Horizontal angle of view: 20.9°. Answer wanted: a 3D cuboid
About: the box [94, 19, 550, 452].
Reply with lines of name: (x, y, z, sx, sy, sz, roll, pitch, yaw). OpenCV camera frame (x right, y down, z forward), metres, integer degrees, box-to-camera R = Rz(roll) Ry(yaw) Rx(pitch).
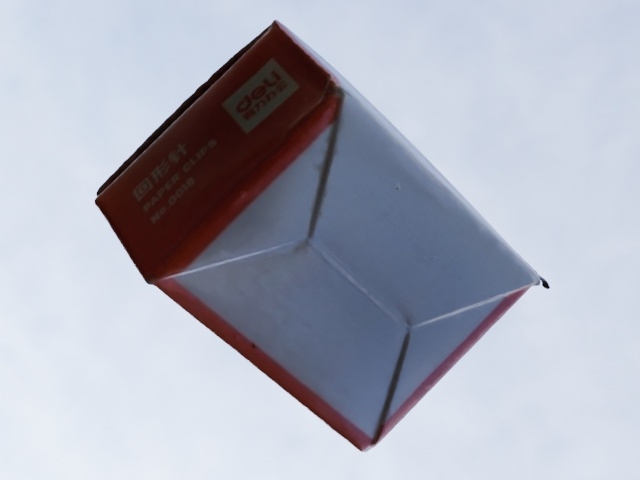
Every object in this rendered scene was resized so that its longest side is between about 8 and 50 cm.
box: (0.000, 0.000, 0.857, 0.133, 0.182, 0.099, -46, -142, 6)
